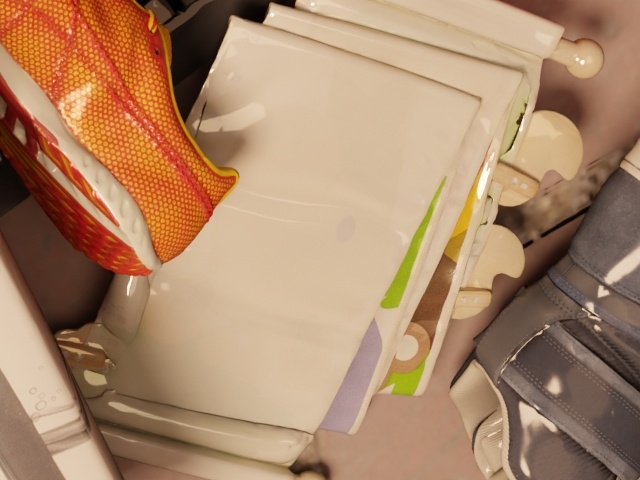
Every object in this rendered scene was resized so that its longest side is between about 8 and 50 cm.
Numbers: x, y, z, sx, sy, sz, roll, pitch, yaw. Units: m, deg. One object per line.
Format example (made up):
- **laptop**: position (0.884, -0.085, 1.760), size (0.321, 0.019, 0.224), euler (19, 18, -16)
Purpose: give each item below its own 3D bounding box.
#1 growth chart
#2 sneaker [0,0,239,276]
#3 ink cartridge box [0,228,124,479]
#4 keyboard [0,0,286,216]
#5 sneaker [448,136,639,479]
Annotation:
- **growth chart**: position (0.000, 0.000, 0.607), size (0.172, 0.021, 0.237), euler (25, 101, -28)
- **sneaker**: position (-0.091, -0.069, 0.519), size (0.067, 0.064, 0.175), euler (-48, 124, -28)
- **ink cartridge box**: position (-0.161, 0.060, 0.508), size (0.158, 0.092, 0.218), euler (-27, 122, -10)
- **keyboard**: position (-0.146, -0.097, 0.526), size (0.317, 0.033, 0.201), euler (-38, 116, -9)
- **sneaker**: position (0.157, 0.072, 0.673), size (0.226, 0.086, 0.163), euler (36, 96, -32)
